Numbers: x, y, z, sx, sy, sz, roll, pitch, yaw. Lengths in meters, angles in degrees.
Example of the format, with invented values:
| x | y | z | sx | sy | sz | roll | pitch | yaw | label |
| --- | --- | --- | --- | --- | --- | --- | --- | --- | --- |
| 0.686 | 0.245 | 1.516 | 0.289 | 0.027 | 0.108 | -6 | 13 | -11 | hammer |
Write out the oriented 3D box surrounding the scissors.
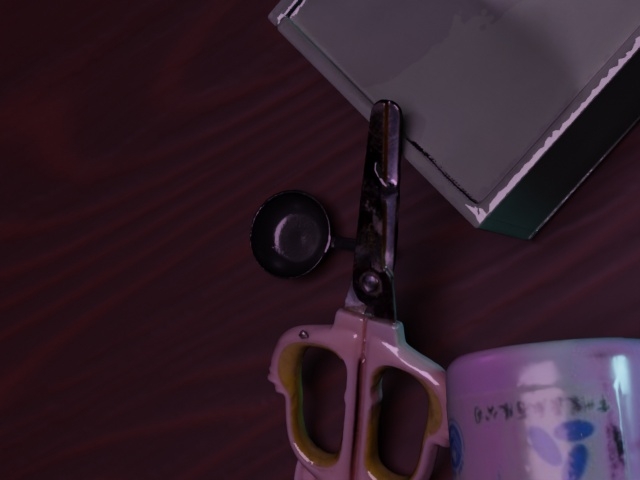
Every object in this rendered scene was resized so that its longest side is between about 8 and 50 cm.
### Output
| x | y | z | sx | sy | sz | roll | pitch | yaw | label |
| --- | --- | --- | --- | --- | --- | --- | --- | --- | --- |
| 0.033 | 0.054 | 1.149 | 0.160 | 0.024 | 0.317 | 15 | 114 | 27 | scissors |

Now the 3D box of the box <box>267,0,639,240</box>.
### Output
| x | y | z | sx | sy | sz | roll | pitch | yaw | label |
| --- | --- | --- | --- | --- | --- | --- | --- | --- | --- |
| 0.127 | -0.157 | 1.147 | 0.225 | 0.117 | 0.225 | -48 | 68 | 13 | box |

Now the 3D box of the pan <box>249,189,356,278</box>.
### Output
| x | y | z | sx | sy | sz | roll | pitch | yaw | label |
| --- | --- | --- | --- | --- | --- | --- | --- | --- | --- |
| 0.001 | 0.000 | 1.237 | 0.115 | 0.023 | 0.068 | 11 | 88 | 29 | pan |

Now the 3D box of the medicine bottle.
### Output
| x | y | z | sx | sy | sz | roll | pitch | yaw | label |
| --- | --- | --- | --- | --- | --- | --- | --- | --- | --- |
| 0.163 | 0.196 | 1.065 | 0.152 | 0.152 | 0.254 | -8 | 79 | 24 | medicine bottle |
